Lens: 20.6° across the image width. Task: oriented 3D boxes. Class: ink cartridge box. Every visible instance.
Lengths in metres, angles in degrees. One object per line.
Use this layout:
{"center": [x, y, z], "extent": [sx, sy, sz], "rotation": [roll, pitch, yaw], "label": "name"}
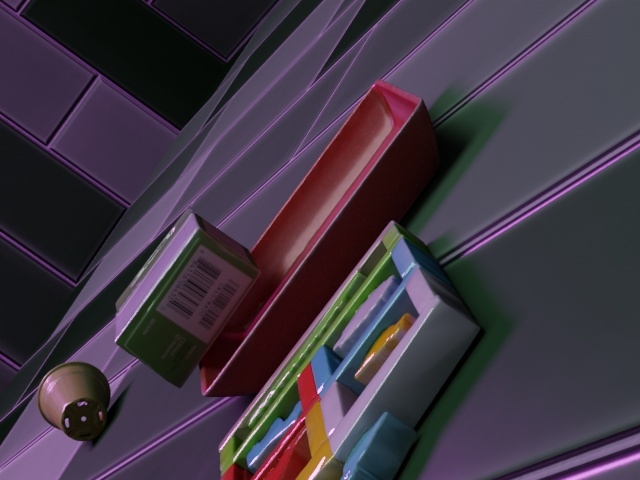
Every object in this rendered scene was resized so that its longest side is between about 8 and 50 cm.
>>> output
{"center": [-0.108, 0.040, 1.403], "extent": [0.109, 0.062, 0.209], "rotation": [-54, 9, 1], "label": "ink cartridge box"}

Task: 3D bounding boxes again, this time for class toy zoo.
{"center": [0.009, 0.095, 1.006], "extent": [0.192, 0.030, 0.293], "rotation": [-53, 9, 7], "label": "toy zoo"}

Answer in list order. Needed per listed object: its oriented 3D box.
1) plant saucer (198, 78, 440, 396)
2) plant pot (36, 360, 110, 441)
{"center": [0.000, 0.000, 1.346], "extent": [0.259, 0.048, 0.258], "rotation": [-54, 9, 4], "label": "plant saucer"}
{"center": [-0.267, 0.185, 1.949], "extent": [0.083, 0.083, 0.079], "rotation": [-54, 21, 3], "label": "plant pot"}
